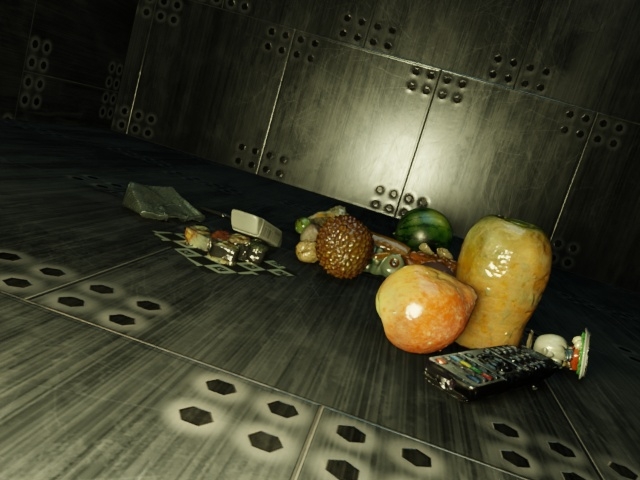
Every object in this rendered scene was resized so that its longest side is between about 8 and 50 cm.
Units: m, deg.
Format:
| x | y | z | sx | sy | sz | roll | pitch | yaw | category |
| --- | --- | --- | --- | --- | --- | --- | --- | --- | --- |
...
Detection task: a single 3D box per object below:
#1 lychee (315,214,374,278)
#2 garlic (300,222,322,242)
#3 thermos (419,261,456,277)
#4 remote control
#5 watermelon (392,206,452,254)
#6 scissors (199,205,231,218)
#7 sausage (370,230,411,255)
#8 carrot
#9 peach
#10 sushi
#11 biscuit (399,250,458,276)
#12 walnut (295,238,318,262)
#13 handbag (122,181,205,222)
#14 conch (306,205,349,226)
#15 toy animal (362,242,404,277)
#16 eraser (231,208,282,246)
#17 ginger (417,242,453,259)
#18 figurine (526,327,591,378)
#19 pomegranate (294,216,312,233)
| x | y | z | sx | sy | sz | roll | pitch | yaw | category |
| --- | --- | --- | --- | --- | --- | --- | --- | --- | --- |
| 0.074 | 0.014 | 1.739 | 0.200 | 0.200 | 0.238 | 17 | 40 | 1 | lychee |
| -0.006 | -0.005 | 2.079 | 0.128 | 0.091 | 0.198 | 33 | 5 | 5 | garlic |
| 0.262 | 0.146 | 1.511 | 0.176 | 0.146 | 0.265 | 20 | 15 | 20 | thermos |
| 0.370 | 0.276 | 1.202 | 0.398 | 0.062 | 0.144 | 4 | 15 | -44 | remote control |
| 0.428 | -0.020 | 2.354 | 0.242 | 0.243 | 0.242 | 16 | 10 | -3 | watermelon |
| -0.358 | -0.094 | 2.130 | 0.220 | 0.017 | 0.088 | 18 | 11 | 14 | scissors |
| 0.211 | 0.022 | 2.168 | 0.270 | 0.109 | 0.109 | 18 | 10 | 8 | sausage |
| 0.442 | 0.113 | 1.419 | 0.224 | 0.341 | 0.224 | 13 | 14 | -3 | carrot |
| 0.240 | 0.145 | 1.272 | 0.232 | 0.233 | 0.232 | 16 | 10 | -3 | peach |
| -0.264 | 0.006 | 1.607 | 0.320 | 0.069 | 0.339 | 7 | 14 | -44 | sushi |
| 0.425 | 0.120 | 1.971 | 0.312 | 0.111 | 0.318 | 6 | 15 | -39 | biscuit |
| -0.036 | 0.034 | 1.805 | 0.079 | 0.082 | 0.096 | 51 | 23 | 20 | walnut |
| -0.515 | -0.111 | 1.835 | 0.175 | 0.089 | 0.270 | 32 | 17 | 29 | handbag |
| 0.032 | -0.088 | 2.390 | 0.207 | 0.130 | 0.155 | 3 | -4 | 4 | conch |
| 0.215 | 0.075 | 1.883 | 0.236 | 0.108 | 0.138 | 20 | 10 | 13 | toy animal |
| -0.189 | -0.031 | 1.728 | 0.089 | 0.061 | 0.352 | 17 | -4 | 10 | eraser |
| 0.406 | 0.060 | 2.193 | 0.258 | 0.149 | 0.065 | 22 | 48 | 10 | ginger |
| 0.603 | 0.275 | 1.451 | 0.153 | 0.132 | 0.132 | 8 | 6 | 24 | figurine |
| -0.061 | -0.054 | 2.249 | 0.084 | 0.073 | 0.073 | 31 | 5 | -21 | pomegranate |
